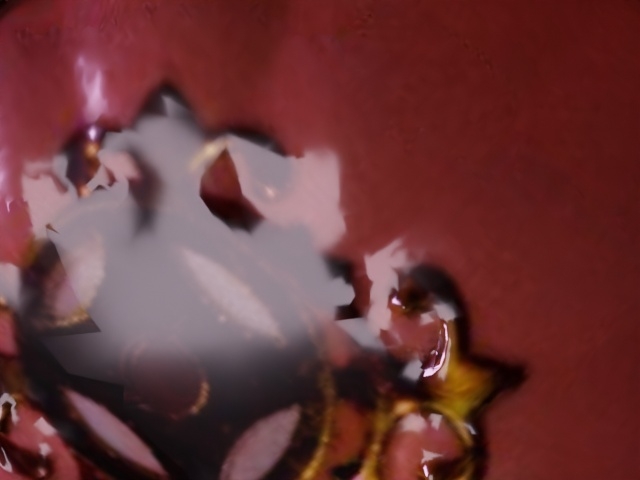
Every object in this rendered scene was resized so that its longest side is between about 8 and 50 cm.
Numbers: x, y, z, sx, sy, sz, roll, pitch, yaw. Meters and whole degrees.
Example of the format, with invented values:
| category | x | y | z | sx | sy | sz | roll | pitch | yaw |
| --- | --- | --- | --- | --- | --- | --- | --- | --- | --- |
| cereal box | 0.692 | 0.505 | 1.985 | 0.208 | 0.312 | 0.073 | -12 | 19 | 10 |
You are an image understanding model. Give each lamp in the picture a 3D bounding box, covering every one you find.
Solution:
| category | x | y | z | sx | sy | sz | roll | pitch | yaw |
| --- | --- | --- | --- | --- | --- | --- | --- | --- | --- |
| lamp | 0.000 | 0.000 | 0.412 | 0.182 | 0.140 | 0.182 | 9 | 118 | 18 |
